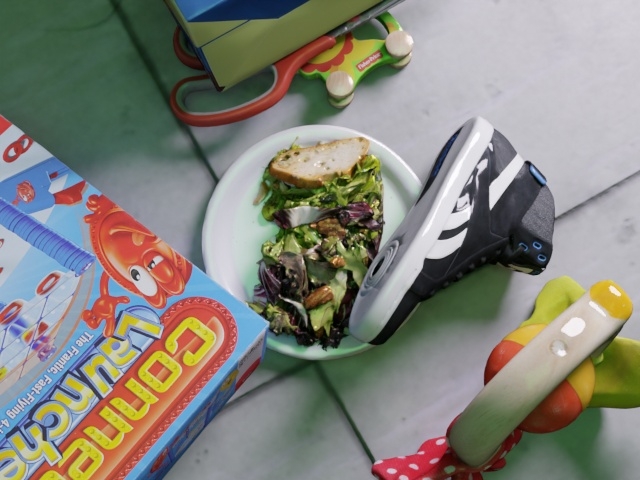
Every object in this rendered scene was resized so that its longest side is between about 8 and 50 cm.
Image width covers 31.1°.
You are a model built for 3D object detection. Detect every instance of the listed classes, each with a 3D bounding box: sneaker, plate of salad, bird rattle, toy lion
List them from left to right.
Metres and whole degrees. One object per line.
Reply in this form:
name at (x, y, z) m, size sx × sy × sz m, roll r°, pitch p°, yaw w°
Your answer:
plate of salad at (0.000, 0.000, 0.963) m, size 0.199 × 0.048 × 0.200 m, roll 0°, pitch 85°, yaw -2°
toy lion at (0.016, -0.171, 0.990) m, size 0.100 × 0.034 × 0.096 m, roll -34°, pitch 79°, yaw -4°
sneaker at (0.122, 0.014, 0.931) m, size 0.121 × 0.079 × 0.217 m, roll 36°, pitch 71°, yaw -11°
bird rattle at (0.152, 0.114, 0.890) m, size 0.253 × 0.207 × 0.143 m, roll -31°, pitch 68°, yaw -13°

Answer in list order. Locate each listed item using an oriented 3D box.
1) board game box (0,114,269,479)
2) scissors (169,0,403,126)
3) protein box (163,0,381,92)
board game box at (-0.249, 0.094, 0.863) m, size 0.302 × 0.086 × 0.308 m, roll 36°, pitch 66°, yaw 10°
scissors at (0.012, -0.172, 0.968) m, size 0.297 × 0.021 × 0.109 m, roll -13°, pitch 70°, yaw 3°
protein box at (-0.055, -0.269, 0.920) m, size 0.199 × 0.136 × 0.201 m, roll -30°, pitch 73°, yaw -3°
